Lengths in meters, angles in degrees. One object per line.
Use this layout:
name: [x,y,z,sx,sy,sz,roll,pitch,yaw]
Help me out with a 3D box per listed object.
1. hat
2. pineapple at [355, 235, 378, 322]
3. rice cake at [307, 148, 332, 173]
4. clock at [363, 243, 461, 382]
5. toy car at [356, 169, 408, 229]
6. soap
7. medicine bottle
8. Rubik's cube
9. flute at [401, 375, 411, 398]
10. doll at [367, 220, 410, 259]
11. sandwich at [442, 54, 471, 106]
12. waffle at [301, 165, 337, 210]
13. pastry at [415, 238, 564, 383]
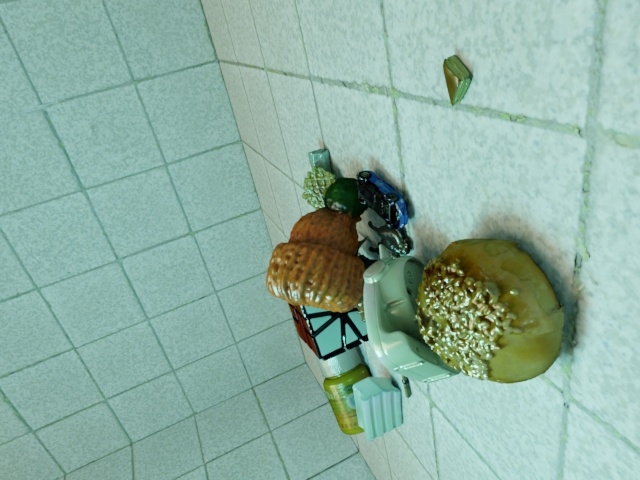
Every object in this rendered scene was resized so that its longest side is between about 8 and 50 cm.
hat: [0.000,0.000,1.292,0.285,0.285,0.401,174,105,-74]
pineapple: [0.141,0.116,1.414,0.166,0.165,0.365,88,157,-51]
rice cake: [0.024,-0.163,1.601,0.063,0.066,0.337,-130,22,-59]
clock: [0.212,0.159,1.068,0.265,0.108,0.324,29,-136,-40]
toy car: [0.166,-0.112,1.185,0.216,0.063,0.103,46,154,42]
soap: [0.230,0.662,1.791,0.095,0.172,0.290,-129,23,-50]
medicine bottle: [0.128,0.662,2.055,0.224,0.224,0.385,144,106,-74]
Rubik's cube: [0.039,0.232,1.669,0.283,0.288,0.294,-157,49,-68]
flute: [0.294,0.467,1.592,0.027,0.027,0.233,37,145,63]
doll: [0.196,0.003,1.256,0.165,0.057,0.139,44,148,48]
sandwich: [0.238,-0.277,0.772,0.044,0.030,0.083,-143,32,-70]
waffle: [0.016,-0.161,1.528,0.183,0.036,0.169,34,134,14]
pastry: [0.294,0.141,0.848,0.285,0.184,0.316,65,164,9]
